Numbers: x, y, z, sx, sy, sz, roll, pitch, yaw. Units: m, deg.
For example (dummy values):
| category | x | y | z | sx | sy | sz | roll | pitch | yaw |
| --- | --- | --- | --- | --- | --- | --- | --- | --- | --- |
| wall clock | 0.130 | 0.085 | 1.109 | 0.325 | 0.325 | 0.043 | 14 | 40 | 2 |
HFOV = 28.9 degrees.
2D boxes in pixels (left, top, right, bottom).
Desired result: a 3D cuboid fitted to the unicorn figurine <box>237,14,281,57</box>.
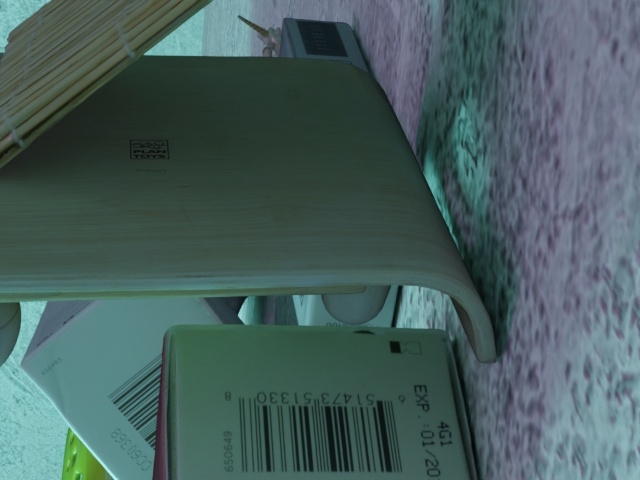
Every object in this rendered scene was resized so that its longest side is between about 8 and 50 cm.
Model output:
| category | x | y | z | sx | sy | sz | roll | pitch | yaw |
| --- | --- | --- | --- | --- | --- | --- | --- | --- | --- |
| unicorn figurine | -0.038 | -0.154 | 1.189 | 0.111 | 0.060 | 0.161 | -113 | 10 | -67 |

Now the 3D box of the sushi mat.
| category | x | y | z | sx | sy | sz | roll | pitch | yaw |
| --- | --- | --- | --- | --- | --- | --- | --- | --- | --- |
| sushi mat | -0.035 | -0.158 | 0.576 | 0.019 | 0.317 | 0.151 | 47 | -164 | -27 |

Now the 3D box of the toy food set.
| category | x | y | z | sx | sy | sz | roll | pitch | yaw |
| --- | --- | --- | --- | --- | --- | --- | --- | --- | --- |
| toy food set | -0.085 | -0.007 | 0.621 | 0.219 | 0.306 | 0.092 | -105 | 17 | -56 |

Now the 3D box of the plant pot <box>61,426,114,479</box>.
| category | x | y | z | sx | sy | sz | roll | pitch | yaw |
| --- | --- | --- | --- | --- | --- | --- | --- | --- | --- |
| plant pot | -0.182 | 0.287 | 1.455 | 0.207 | 0.227 | 0.228 | 117 | 155 | -54 |

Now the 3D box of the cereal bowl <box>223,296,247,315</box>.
| category | x | y | z | sx | sy | sz | roll | pitch | yaw |
| --- | --- | --- | --- | --- | --- | --- | --- | --- | --- |
| cereal bowl | -0.144 | -0.019 | 1.509 | 0.339 | 0.141 | 0.338 | -178 | 90 | -81 |

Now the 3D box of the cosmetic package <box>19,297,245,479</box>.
| category | x | y | z | sx | sy | sz | roll | pitch | yaw |
| --- | --- | --- | --- | --- | --- | --- | --- | --- | --- |
| cosmetic package | -0.144 | 0.113 | 1.159 | 0.217 | 0.156 | 0.385 | 52 | 177 | -11 |

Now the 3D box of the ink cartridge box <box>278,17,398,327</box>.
| category | x | y | z | sx | sy | sz | roll | pitch | yaw |
| --- | --- | --- | --- | --- | --- | --- | --- | --- | --- |
| ink cartridge box | 0.000 | 0.000 | 0.889 | 0.275 | 0.060 | 0.238 | -104 | 20 | -59 |

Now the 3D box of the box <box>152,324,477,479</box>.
| category | x | y | z | sx | sy | sz | roll | pitch | yaw |
| --- | --- | --- | --- | --- | --- | --- | --- | --- | --- |
| box | -0.016 | 0.162 | 0.666 | 0.232 | 0.149 | 0.126 | 102 | 166 | -48 |
